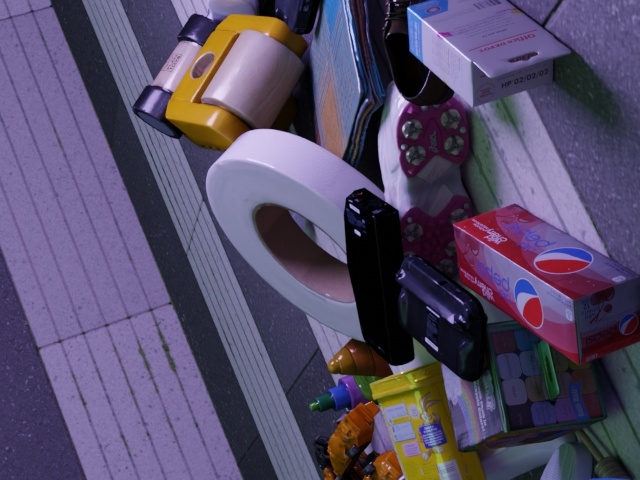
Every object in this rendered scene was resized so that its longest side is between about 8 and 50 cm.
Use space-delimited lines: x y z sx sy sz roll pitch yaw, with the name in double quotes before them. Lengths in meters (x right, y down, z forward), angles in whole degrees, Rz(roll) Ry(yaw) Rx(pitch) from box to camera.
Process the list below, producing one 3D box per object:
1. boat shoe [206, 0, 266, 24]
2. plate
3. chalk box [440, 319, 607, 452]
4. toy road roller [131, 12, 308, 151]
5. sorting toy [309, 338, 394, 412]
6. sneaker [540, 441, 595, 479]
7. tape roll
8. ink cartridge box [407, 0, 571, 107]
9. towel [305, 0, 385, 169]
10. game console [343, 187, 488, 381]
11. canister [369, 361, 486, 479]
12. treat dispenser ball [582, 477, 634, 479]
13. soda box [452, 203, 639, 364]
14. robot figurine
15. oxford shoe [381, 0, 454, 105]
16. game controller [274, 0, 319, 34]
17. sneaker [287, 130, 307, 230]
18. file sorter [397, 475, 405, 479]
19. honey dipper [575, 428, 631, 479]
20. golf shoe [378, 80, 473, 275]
"boat shoe" -0.143 -0.401 2.311 0.301 0.108 0.102 96 -176 -78
"plate" 0.193 0.198 1.851 0.277 0.045 0.278 -40 70 50
"chalk box" 0.246 0.166 1.623 0.213 0.132 0.132 133 129 -68
"toy road roller" -0.121 -0.223 2.230 0.241 0.202 0.330 38 167 -33
"sorting toy" 0.047 0.233 2.341 0.127 0.126 0.365 66 161 16
"sneaker" 0.323 0.378 1.729 0.094 0.091 0.258 -143 57 -69
"tape roll" 0.000 0.000 2.044 0.392 0.072 0.392 32 154 17
"ink cartridge box" 0.183 -0.207 1.500 0.181 0.104 0.061 -129 26 -48
"towel" 0.029 -0.225 1.961 0.370 0.040 0.271 107 158 -65
"game console" 0.115 0.080 1.712 0.361 0.044 0.213 -139 38 -62
"canister" 0.144 0.255 1.835 0.126 0.073 0.169 -24 84 52
"treat dispenser ball" 0.309 0.396 1.449 0.288 0.288 0.288 161 90 -73
"soda box" 0.255 0.044 1.566 0.263 0.092 0.083 -141 37 -59
"robot figurine" 0.082 0.400 2.433 0.211 0.085 0.291 47 156 14
"oxford shoe" 0.112 -0.272 1.622 0.083 0.096 0.227 -8 95 30
"game controller" -0.023 -0.442 1.945 0.319 0.067 0.166 107 159 -56
"sneaker" -0.101 -0.111 2.478 0.153 0.101 0.268 -157 56 -68
"file sorter" 0.201 0.467 1.973 0.193 0.173 0.278 51 173 -28
"honey dipper" 0.325 0.242 1.675 0.160 0.031 0.030 -121 21 -45
"golf shoe" 0.132 -0.079 1.814 0.140 0.115 0.306 -118 25 -54
